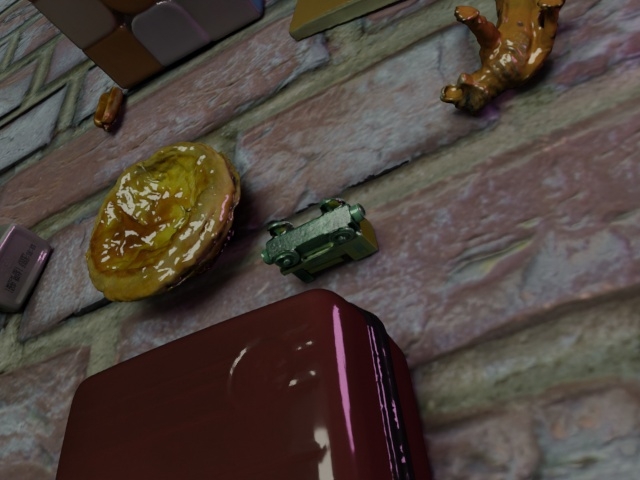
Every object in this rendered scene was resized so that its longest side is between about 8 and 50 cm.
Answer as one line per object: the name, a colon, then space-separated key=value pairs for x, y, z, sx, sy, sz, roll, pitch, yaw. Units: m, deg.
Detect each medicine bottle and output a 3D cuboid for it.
medicine bottle: x=-0.556 y=0.049 z=0.995 sx=0.188 sy=0.088 sz=0.132 roll=-5 pitch=56 yaw=33

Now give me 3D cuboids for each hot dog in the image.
hot dog: x=-0.399 y=-0.245 z=1.138 sx=0.056 sy=0.041 sz=0.133 roll=-27 pitch=39 yaw=17

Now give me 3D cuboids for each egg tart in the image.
egg tart: x=-0.195 y=-0.019 z=0.775 sx=0.241 sy=0.106 sz=0.241 roll=-17 pitch=53 yaw=24

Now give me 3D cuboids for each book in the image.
book: x=0.093 y=-0.502 z=0.971 sx=0.269 sy=0.032 sz=0.389 roll=-9 pitch=54 yaw=32

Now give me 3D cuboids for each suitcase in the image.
suitcase: x=-0.066 y=0.188 z=0.488 sx=0.297 sy=0.161 sz=0.236 roll=-24 pitch=48 yaw=21

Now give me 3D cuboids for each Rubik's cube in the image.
Rubik's cube: x=-0.327 y=-0.556 z=1.089 sx=0.344 sy=0.347 sz=0.346 roll=-18 pitch=49 yaw=23

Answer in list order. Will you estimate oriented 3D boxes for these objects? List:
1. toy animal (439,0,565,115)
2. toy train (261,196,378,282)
toy animal: x=0.222 y=-0.263 z=0.673 sx=0.114 sy=0.116 sz=0.255 roll=15 pitch=61 yaw=16
toy train: x=0.000 y=0.000 z=0.635 sx=0.122 sy=0.081 sz=0.050 roll=-25 pitch=56 yaw=20
